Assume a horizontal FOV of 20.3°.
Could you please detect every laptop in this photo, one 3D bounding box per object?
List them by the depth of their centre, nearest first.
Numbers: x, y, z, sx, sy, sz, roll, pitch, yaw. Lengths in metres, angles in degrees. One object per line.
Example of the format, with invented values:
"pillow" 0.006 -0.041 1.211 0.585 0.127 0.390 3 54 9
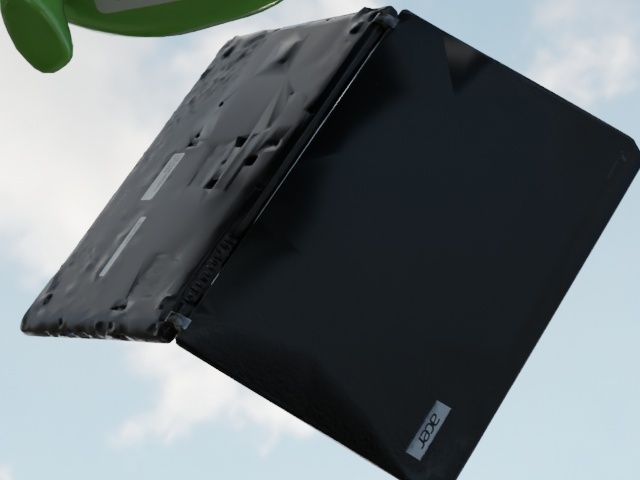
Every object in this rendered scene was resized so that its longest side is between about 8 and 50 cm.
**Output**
"laptop" 0.000 0.000 0.989 0.136 0.234 0.264 46 -26 -26

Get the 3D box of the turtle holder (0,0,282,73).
"turtle holder" -0.109 -0.261 0.849 0.243 0.227 0.320 -35 -60 25
